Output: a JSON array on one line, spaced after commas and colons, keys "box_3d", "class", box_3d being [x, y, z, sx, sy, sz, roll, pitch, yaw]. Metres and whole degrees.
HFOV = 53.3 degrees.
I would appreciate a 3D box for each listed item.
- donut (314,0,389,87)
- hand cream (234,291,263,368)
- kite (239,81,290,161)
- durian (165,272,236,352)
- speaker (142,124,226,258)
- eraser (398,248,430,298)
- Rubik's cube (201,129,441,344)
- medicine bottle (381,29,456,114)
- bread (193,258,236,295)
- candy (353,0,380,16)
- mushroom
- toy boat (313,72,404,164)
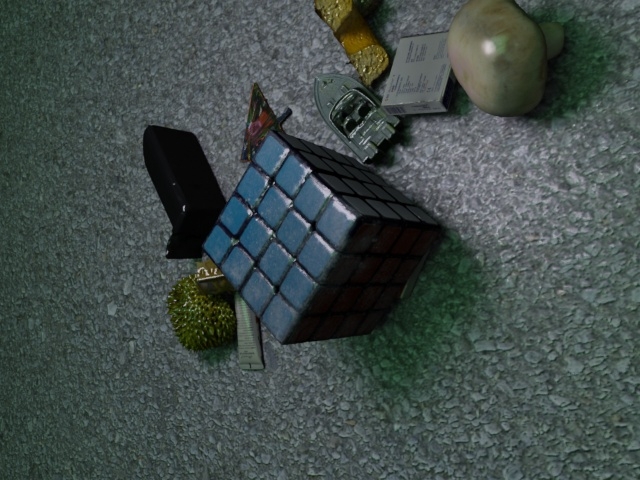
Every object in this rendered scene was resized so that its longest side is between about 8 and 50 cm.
[{"box_3d": [0.072, -0.531, 1.615, 0.101, 0.259, 0.152, -34, 28, 13], "class": "donut"}, {"box_3d": [-0.210, 0.231, 1.829, 0.095, 0.059, 0.276, -7, 86, 35], "class": "hand cream"}, {"box_3d": [-0.167, -0.313, 1.876, 0.234, 0.016, 0.321, -43, 61, 27], "class": "kite"}, {"box_3d": [-0.353, 0.212, 1.857, 0.237, 0.176, 0.200, 66, 165, 11], "class": "durian"}, {"box_3d": [-0.440, -0.152, 1.966, 0.184, 0.180, 0.388, -42, 62, 32], "class": "speaker"}, {"box_3d": [0.151, 0.024, 1.583, 0.230, 0.038, 0.157, 30, 103, 36], "class": "eraser"}, {"box_3d": [0.000, 0.000, 1.459, 0.337, 0.343, 0.344, 43, 111, 32], "class": "Rubik's cube"}, {"box_3d": [0.242, -0.400, 1.517, 0.171, 0.052, 0.201, 3, 70, 37], "class": "medicine bottle"}, {"box_3d": [-0.211, 0.088, 1.757, 0.269, 0.087, 0.098, -9, 65, 1], "class": "bread"}, {"box_3d": [0.101, -0.641, 1.671, 0.095, 0.085, 0.110, -39, 75, 37], "class": "candy"}, {"box_3d": [0.401, -0.398, 1.335, 0.234, 0.254, 0.260, -24, 106, -3], "class": "mushroom"}, {"box_3d": [0.078, -0.332, 1.639, 0.141, 0.092, 0.319, -48, 60, 15], "class": "toy boat"}]
